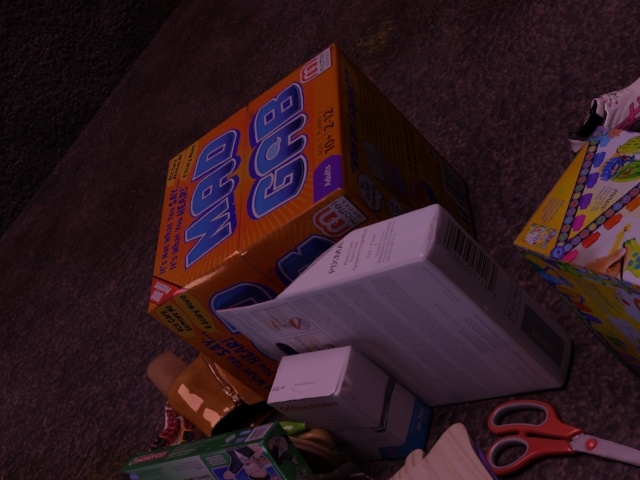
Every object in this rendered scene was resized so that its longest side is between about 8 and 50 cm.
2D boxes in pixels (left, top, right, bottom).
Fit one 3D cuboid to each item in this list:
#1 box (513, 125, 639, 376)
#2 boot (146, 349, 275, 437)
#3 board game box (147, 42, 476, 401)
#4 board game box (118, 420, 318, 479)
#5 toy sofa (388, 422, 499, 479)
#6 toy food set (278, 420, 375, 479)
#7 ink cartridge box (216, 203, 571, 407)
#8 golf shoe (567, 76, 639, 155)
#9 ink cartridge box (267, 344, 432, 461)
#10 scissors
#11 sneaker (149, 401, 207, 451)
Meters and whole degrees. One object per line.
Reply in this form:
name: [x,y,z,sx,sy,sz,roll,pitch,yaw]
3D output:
box: [0.420,0.049,1.156,0.177,0.290,0.279,-53,33,-9]
boot: [-0.130,0.212,1.832,0.295,0.104,0.211,-35,50,-28]
board game box: [0.000,0.000,1.647,0.356,0.356,0.356,-32,35,24]
board game box: [-0.122,0.375,1.515,0.317,0.213,0.046,-20,19,40]
toy sofa: [0.193,0.376,1.176,0.177,0.150,0.362,-43,26,2]
toy food set: [-0.024,0.294,1.516,0.132,0.192,0.038,-17,48,43]
ink cartridge box: [0.095,0.114,1.458,0.385,0.308,0.091,-16,44,42]
golf shoe: [0.444,-0.191,1.581,0.186,0.086,0.067,-49,30,-4]
ink cartridge box: [0.042,0.233,1.501,0.140,0.191,0.082,-14,45,42]
scissors: [0.322,0.240,1.319,0.297,0.021,0.109,-13,44,45]
sneaker: [-0.233,0.334,1.817,0.088,0.092,0.225,11,35,12]
